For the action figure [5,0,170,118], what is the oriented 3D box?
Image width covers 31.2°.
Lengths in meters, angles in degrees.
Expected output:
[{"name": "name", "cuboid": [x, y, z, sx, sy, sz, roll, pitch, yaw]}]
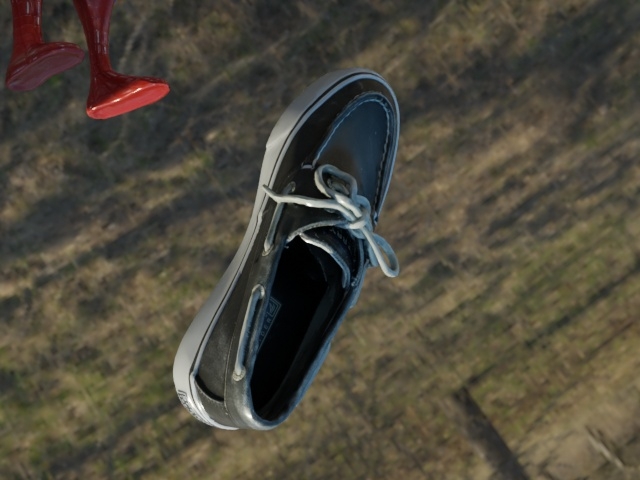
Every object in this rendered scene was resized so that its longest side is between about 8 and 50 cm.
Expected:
[{"name": "action figure", "cuboid": [-0.095, -0.217, 0.564, 0.139, 0.280, 0.091, -19, 161, 29]}]

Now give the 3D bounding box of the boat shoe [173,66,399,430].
[{"name": "boat shoe", "cuboid": [-0.003, -0.002, 0.848, 0.105, 0.113, 0.306, -4, -130, 55]}]
